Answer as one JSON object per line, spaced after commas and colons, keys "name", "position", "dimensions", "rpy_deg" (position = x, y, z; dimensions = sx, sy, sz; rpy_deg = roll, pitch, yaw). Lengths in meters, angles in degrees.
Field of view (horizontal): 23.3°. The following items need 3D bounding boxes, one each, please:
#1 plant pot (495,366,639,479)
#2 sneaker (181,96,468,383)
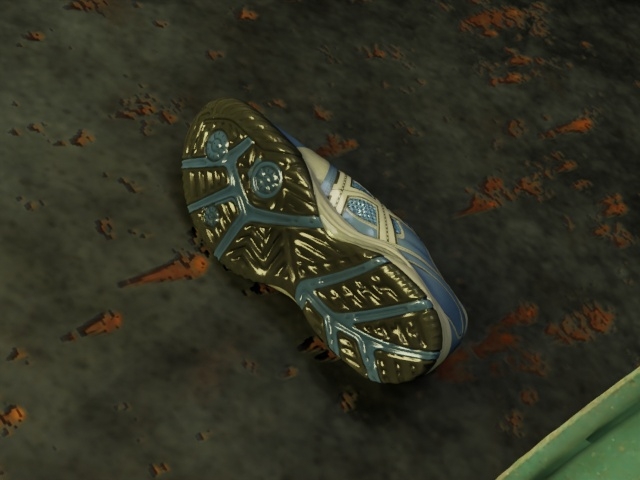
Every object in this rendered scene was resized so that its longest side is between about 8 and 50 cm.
{"name": "plant pot", "position": [0.293, 0.183, 0.704], "dimensions": [0.341, 0.341, 0.334], "rpy_deg": [-16, 67, -39]}
{"name": "sneaker", "position": [0.000, 0.000, 0.893], "dimensions": [0.211, 0.080, 0.081], "rpy_deg": [48, 23, 18]}
